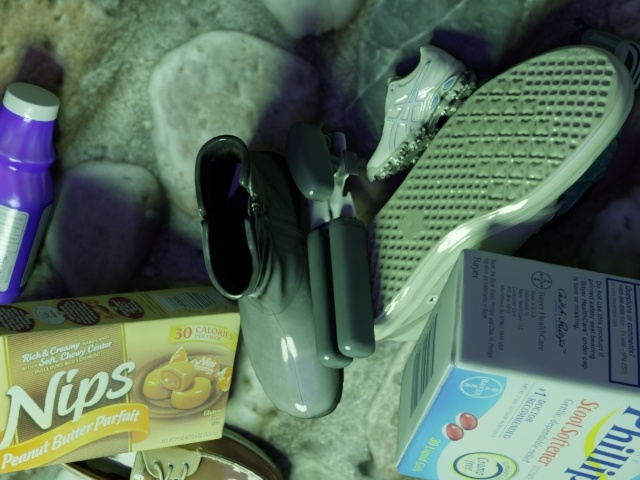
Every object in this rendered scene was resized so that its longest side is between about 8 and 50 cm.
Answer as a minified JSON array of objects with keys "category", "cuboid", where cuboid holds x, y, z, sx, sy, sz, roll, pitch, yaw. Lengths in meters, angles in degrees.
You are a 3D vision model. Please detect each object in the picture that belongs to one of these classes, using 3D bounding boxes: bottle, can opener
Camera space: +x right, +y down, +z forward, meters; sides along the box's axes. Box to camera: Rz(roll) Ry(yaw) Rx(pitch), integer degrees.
[{"category":"bottle","cuboid":[-0.394,-0.056,1.685,0.118,0.092,0.283,23,112,5]},{"category":"can opener","cuboid":[0.000,0.000,1.538,0.076,0.095,0.283,-29,57,43]}]

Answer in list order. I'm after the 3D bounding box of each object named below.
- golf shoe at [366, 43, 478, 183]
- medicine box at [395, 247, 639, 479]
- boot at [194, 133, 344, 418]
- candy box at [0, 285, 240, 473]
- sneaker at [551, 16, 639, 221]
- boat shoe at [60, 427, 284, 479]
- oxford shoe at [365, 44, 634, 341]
[{"category":"golf shoe","cuboid":[0.100,-0.146,1.559,0.086,0.069,0.176,47,111,17]},{"category":"medicine box","cuboid":[0.253,0.161,1.480,0.289,0.149,0.263,11,145,-5]},{"category":"boot","cuboid":[-0.071,0.054,1.533,0.118,0.223,0.338,-17,89,11]},{"category":"candy box","cuboid":[-0.260,0.163,1.628,0.316,0.087,0.183,-4,114,-33]},{"category":"sneaker","cuboid":[0.283,-0.134,1.515,0.098,0.083,0.224,36,117,29]},{"category":"boat shoe","cuboid":[-0.209,0.295,1.748,0.324,0.116,0.123,15,112,8]},{"category":"oxford shoe","cuboid":[0.185,-0.042,1.506,0.130,0.169,0.449,16,129,-37]}]
